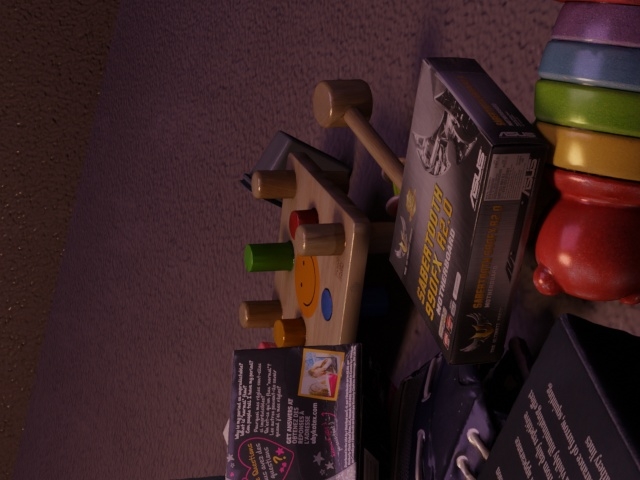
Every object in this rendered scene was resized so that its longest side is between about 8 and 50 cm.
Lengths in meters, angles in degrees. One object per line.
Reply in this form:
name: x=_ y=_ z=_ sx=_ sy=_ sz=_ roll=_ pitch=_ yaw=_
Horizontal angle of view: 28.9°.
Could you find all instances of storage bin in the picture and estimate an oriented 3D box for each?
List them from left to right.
storage bin: x=-0.029 y=-0.088 z=1.703 sx=0.091 sy=0.135 sz=0.098 roll=-61 pitch=27 yaw=6

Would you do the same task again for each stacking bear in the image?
stacking bear: x=0.254 y=-0.089 z=1.075 sx=0.164 sy=0.175 sz=0.289 roll=-144 pitch=60 yaw=-71

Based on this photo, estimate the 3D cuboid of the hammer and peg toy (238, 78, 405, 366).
hammer and peg toy: x=0.000 y=0.000 z=1.494 sx=0.266 sy=0.127 sz=0.361 roll=-129 pitch=42 yaw=-60

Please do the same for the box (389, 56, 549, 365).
box: x=0.131 y=-0.030 z=1.153 sx=0.183 sy=0.056 sz=0.231 roll=-116 pitch=29 yaw=-54

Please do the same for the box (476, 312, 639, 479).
box: x=0.200 y=0.304 z=0.829 sx=0.293 sy=0.212 sz=0.395 roll=-97 pitch=28 yaw=-68

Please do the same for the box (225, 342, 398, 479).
box: x=0.004 y=0.224 z=1.293 sx=0.247 sy=0.142 sz=0.163 roll=53 pitch=-145 yaw=-61

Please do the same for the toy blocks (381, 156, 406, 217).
toy blocks: x=0.121 y=-0.042 z=1.438 sx=0.123 sy=0.054 sz=0.148 roll=-47 pitch=38 yaw=46

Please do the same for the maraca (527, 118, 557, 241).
maraca: x=0.197 y=-0.067 z=1.219 sx=0.127 sy=0.099 sz=0.186 roll=-72 pitch=2 yaw=-47

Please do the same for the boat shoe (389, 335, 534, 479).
boat shoe: x=0.137 y=0.239 z=1.160 sx=0.158 sy=0.127 sz=0.340 roll=126 pitch=151 yaw=-46

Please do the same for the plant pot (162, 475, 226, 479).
plant pot: x=-0.195 y=0.490 z=1.627 sx=0.252 sy=0.247 sz=0.248 roll=45 pitch=120 yaw=43

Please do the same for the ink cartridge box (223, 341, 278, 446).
ink cartridge box: x=-0.037 y=0.254 z=1.578 sx=0.158 sy=0.092 sz=0.218 roll=-67 pitch=28 yaw=21
